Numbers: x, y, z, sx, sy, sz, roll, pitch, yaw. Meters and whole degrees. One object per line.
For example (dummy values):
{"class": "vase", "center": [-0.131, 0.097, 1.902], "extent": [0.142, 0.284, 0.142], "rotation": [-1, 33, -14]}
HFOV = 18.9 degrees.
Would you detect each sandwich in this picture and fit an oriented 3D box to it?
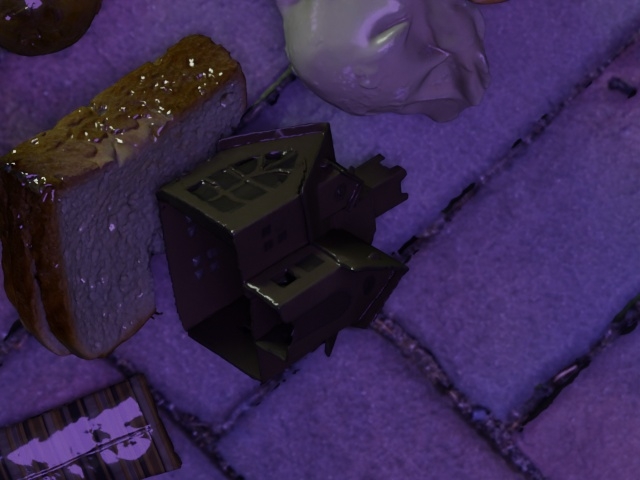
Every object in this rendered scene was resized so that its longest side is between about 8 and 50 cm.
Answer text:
{"class": "sandwich", "center": [-0.190, -0.037, 1.891], "extent": [0.288, 0.100, 0.254], "rotation": [-39, 141, -32]}

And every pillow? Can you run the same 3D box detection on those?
{"class": "pillow", "center": [-0.257, 0.222, 1.978], "extent": [0.203, 0.038, 0.113], "rotation": [-22, 101, 0]}

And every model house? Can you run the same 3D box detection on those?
{"class": "model house", "center": [0.000, 0.000, 1.881], "extent": [0.243, 0.204, 0.211], "rotation": [-32, 134, -28]}

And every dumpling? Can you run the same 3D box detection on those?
{"class": "dumpling", "center": [0.062, -0.205, 1.851], "extent": [0.258, 0.193, 0.147], "rotation": [39, 55, -22]}

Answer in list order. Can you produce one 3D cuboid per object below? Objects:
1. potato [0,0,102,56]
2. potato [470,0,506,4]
{"class": "potato", "center": [-0.289, -0.278, 1.867], "extent": [0.164, 0.081, 0.200], "rotation": [-11, 98, -2]}
{"class": "potato", "center": [0.180, -0.270, 1.918], "extent": [0.083, 0.062, 0.068], "rotation": [-27, 73, -28]}
